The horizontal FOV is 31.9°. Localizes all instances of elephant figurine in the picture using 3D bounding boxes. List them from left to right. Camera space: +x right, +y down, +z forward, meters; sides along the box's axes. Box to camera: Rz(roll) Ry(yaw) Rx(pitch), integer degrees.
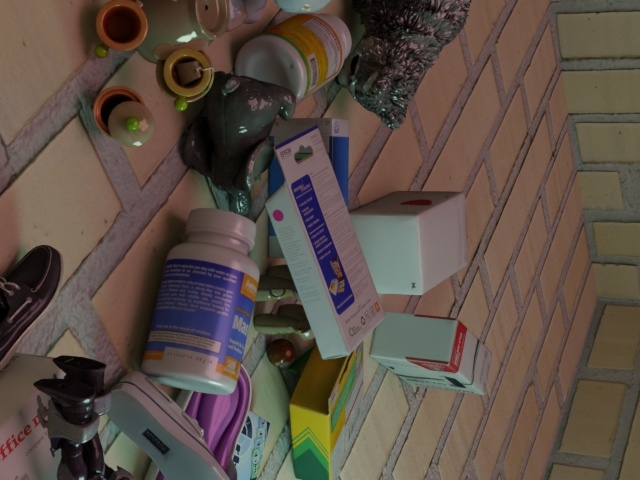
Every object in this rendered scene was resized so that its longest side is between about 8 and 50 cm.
[{"bbox_3d":[-0.137,-0.147,1.840,0.186,0.169,0.239,9,101,-35],"label":"elephant figurine"}]

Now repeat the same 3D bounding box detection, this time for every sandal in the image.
[{"bbox_3d":[-0.188,0.373,1.772,0.169,0.102,0.416,23,66,-35],"label":"sandal"}]

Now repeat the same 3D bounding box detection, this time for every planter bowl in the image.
[{"bbox_3d":[-0.208,-0.353,1.710,0.162,0.109,0.162,-10,101,-62],"label":"planter bowl"}]

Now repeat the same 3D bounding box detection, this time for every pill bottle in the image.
[{"bbox_3d":[-0.180,0.094,1.758,0.152,0.152,0.272,39,59,-58],"label":"pill bottle"},{"bbox_3d":[-0.039,-0.330,2.014,0.246,0.136,0.136,-44,130,-54],"label":"pill bottle"}]

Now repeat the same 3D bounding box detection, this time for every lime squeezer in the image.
[{"bbox_3d":[0.012,0.147,2.270,0.110,0.059,0.310,32,61,-26],"label":"lime squeezer"}]

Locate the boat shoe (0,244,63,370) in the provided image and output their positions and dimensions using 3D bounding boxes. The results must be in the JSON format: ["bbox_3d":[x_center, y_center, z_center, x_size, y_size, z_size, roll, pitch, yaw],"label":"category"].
[{"bbox_3d":[-0.395,0.079,1.420,0.206,0.075,0.065,-64,148,-30],"label":"boat shoe"}]

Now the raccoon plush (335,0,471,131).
[{"bbox_3d":[0.228,-0.424,2.237,0.216,0.446,0.299,32,42,-41],"label":"raccoon plush"}]

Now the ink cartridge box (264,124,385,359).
[{"bbox_3d":[0.000,0.000,1.909,0.176,0.069,0.370,-37,111,-60],"label":"ink cartridge box"}]

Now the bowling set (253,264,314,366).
[{"bbox_3d":[-0.023,0.134,2.067,0.287,0.154,0.199,-27,116,-59],"label":"bowling set"}]

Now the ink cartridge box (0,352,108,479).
[{"bbox_3d":[-0.379,0.314,1.423,0.207,0.117,0.283,-50,136,-50],"label":"ink cartridge box"}]

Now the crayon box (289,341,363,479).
[{"bbox_3d":[0.015,0.302,2.146,0.323,0.083,0.203,89,21,-49],"label":"crayon box"}]

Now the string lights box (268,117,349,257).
[{"bbox_3d":[-0.022,-0.095,2.071,0.077,0.133,0.259,-9,101,-63],"label":"string lights box"}]

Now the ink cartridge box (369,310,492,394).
[{"bbox_3d":[0.260,0.262,2.590,0.273,0.197,0.114,40,59,-57],"label":"ink cartridge box"}]

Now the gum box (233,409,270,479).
[{"bbox_3d":[-0.160,0.364,1.942,0.184,0.041,0.157,47,51,-55],"label":"gum box"}]

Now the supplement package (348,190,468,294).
[{"bbox_3d":[0.192,-0.001,2.453,0.293,0.178,0.175,-25,114,-61],"label":"supplement package"}]

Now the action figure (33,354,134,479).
[{"bbox_3d":[-0.291,0.292,1.366,0.185,0.099,0.285,-37,128,-66],"label":"action figure"}]

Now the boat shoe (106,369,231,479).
[{"bbox_3d":[-0.211,0.299,1.689,0.258,0.095,0.084,52,30,-10],"label":"boat shoe"}]

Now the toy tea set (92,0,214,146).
[{"bbox_3d":[-0.228,-0.297,1.572,0.124,0.200,0.336,-165,-102,-75],"label":"toy tea set"}]

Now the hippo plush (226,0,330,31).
[{"bbox_3d":[-0.080,-0.482,1.807,0.234,0.237,0.294,-60,143,-42],"label":"hippo plush"}]
